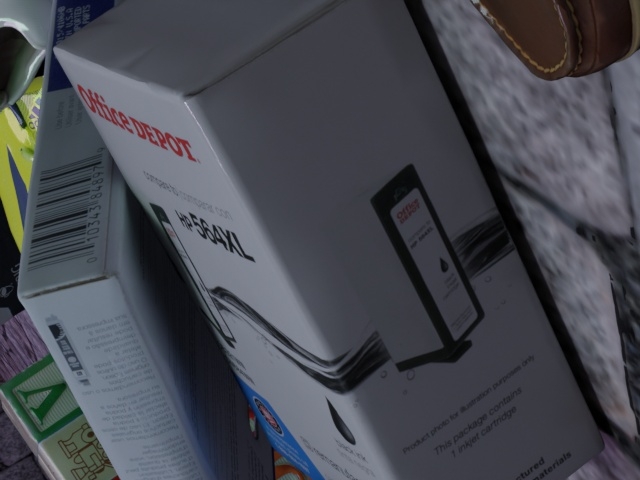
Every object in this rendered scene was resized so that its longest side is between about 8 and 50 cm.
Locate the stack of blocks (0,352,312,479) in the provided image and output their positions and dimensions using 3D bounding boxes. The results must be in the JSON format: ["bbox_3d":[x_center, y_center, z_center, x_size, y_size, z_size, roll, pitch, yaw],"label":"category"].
[{"bbox_3d":[-0.081,0.193,0.960,0.297,0.171,0.087,55,163,5],"label":"stack of blocks"}]

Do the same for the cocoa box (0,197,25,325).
[{"bbox_3d":[-0.354,-0.100,1.146,0.347,0.228,0.231,47,162,27],"label":"cocoa box"}]

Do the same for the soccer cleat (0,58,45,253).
[{"bbox_3d":[-0.140,-0.043,0.861,0.289,0.093,0.121,58,165,5],"label":"soccer cleat"}]

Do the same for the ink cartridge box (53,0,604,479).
[{"bbox_3d":[0.000,0.000,0.572,0.148,0.086,0.203,26,147,61],"label":"ink cartridge box"}]

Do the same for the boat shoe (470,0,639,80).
[{"bbox_3d":[0.011,-0.108,0.367,0.178,0.060,0.064,56,164,-1],"label":"boat shoe"}]

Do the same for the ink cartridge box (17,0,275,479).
[{"bbox_3d":[-0.074,0.023,0.723,0.223,0.045,0.224,-96,-11,-49],"label":"ink cartridge box"}]

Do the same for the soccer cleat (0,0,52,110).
[{"bbox_3d":[-0.199,-0.083,0.798,0.196,0.068,0.076,-34,68,38],"label":"soccer cleat"}]
